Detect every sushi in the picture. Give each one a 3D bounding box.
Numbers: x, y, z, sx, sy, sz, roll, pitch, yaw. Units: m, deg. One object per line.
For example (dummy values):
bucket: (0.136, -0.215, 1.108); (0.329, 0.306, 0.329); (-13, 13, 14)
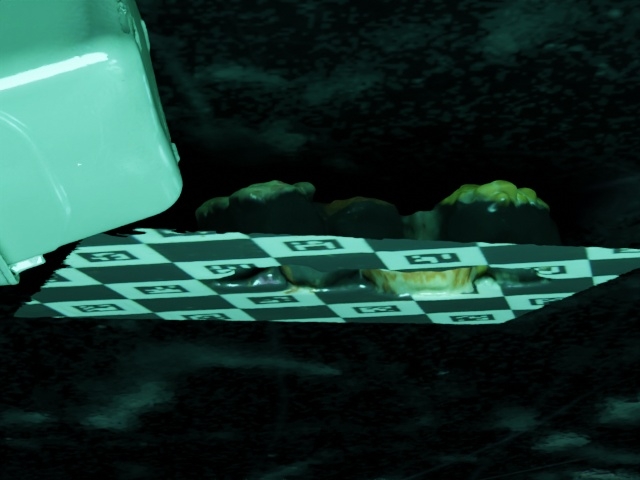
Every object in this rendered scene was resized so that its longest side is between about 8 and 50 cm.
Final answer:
sushi: (0.000, 0.000, 0.972); (0.290, 0.050, 0.264); (1, 169, -15)

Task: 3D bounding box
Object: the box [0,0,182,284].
box: (-0.113, -0.070, 0.733); (0.093, 0.124, 0.172); (-14, 157, -2)
